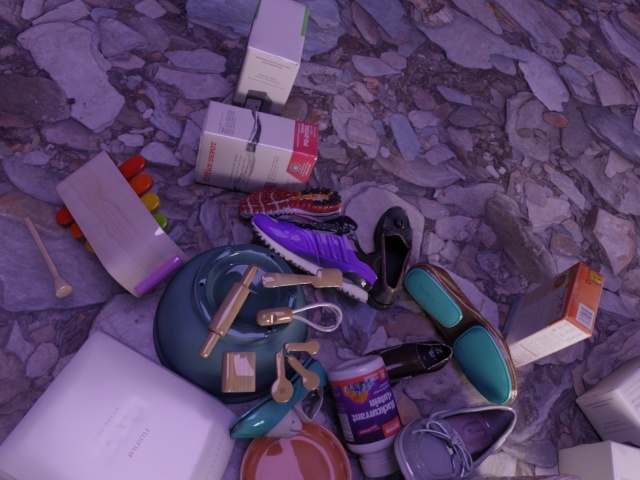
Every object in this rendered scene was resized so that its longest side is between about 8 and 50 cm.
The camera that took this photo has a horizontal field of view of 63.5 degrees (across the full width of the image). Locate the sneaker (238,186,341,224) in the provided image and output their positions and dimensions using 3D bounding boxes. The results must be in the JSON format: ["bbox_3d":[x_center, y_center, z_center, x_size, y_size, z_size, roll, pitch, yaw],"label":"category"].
[{"bbox_3d":[-0.068,-0.056,1.126,0.225,0.093,0.088,3,41,2],"label":"sneaker"}]

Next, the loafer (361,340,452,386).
[{"bbox_3d":[0.172,0.238,1.042,0.220,0.078,0.080,-11,66,-24],"label":"loafer"}]

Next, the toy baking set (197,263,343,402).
[{"bbox_3d":[-0.068,0.133,0.822,0.197,0.030,0.256,30,66,-14],"label":"toy baking set"}]

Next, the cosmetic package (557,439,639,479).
[{"bbox_3d":[0.570,0.499,0.987,0.151,0.151,0.184,18,59,-9],"label":"cosmetic package"}]

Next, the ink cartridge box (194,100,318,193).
[{"bbox_3d":[-0.141,-0.186,1.121,0.237,0.172,0.100,11,57,-13],"label":"ink cartridge box"}]

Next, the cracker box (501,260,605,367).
[{"bbox_3d":[0.482,0.163,1.100,0.067,0.232,0.156,34,57,1],"label":"cracker box"}]

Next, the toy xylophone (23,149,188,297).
[{"bbox_3d":[-0.401,-0.030,0.954,0.236,0.081,0.323,-32,63,-3],"label":"toy xylophone"}]

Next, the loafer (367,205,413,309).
[{"bbox_3d":[0.168,0.024,1.159,0.096,0.084,0.267,20,57,-7],"label":"loafer"}]

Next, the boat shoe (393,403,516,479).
[{"bbox_3d":[0.245,0.352,0.918,0.320,0.103,0.118,8,47,-46],"label":"boat shoe"}]

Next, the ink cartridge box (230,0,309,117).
[{"bbox_3d":[-0.127,-0.380,1.177,0.114,0.273,0.198,15,58,-14],"label":"ink cartridge box"}]

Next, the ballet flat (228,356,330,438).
[{"bbox_3d":[-0.052,0.287,0.895,0.087,0.083,0.247,47,32,11],"label":"ballet flat"}]

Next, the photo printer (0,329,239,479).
[{"bbox_3d":[-0.300,0.322,0.817,0.307,0.107,0.256,31,56,0],"label":"photo printer"}]

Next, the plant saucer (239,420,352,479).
[{"bbox_3d":[-0.044,0.413,0.896,0.200,0.037,0.200,9,59,-15],"label":"plant saucer"}]

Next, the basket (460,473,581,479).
[{"bbox_3d":[0.245,0.550,0.783,0.331,0.266,0.328,-5,64,-19],"label":"basket"}]

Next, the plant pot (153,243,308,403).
[{"bbox_3d":[-0.146,0.124,0.930,0.293,0.196,0.293,8,59,-14],"label":"plant pot"}]

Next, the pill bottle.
[{"bbox_3d":[0.088,0.316,0.937,0.108,0.108,0.193,-15,86,-25],"label":"pill bottle"}]

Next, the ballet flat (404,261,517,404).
[{"bbox_3d":[0.316,0.184,1.119,0.124,0.116,0.342,-13,60,-52],"label":"ballet flat"}]

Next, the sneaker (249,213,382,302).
[{"bbox_3d":[0.000,0.000,1.079,0.293,0.102,0.146,31,84,-8],"label":"sneaker"}]

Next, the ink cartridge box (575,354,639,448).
[{"bbox_3d":[0.745,0.417,1.108,0.226,0.131,0.306,-22,69,-28],"label":"ink cartridge box"}]
